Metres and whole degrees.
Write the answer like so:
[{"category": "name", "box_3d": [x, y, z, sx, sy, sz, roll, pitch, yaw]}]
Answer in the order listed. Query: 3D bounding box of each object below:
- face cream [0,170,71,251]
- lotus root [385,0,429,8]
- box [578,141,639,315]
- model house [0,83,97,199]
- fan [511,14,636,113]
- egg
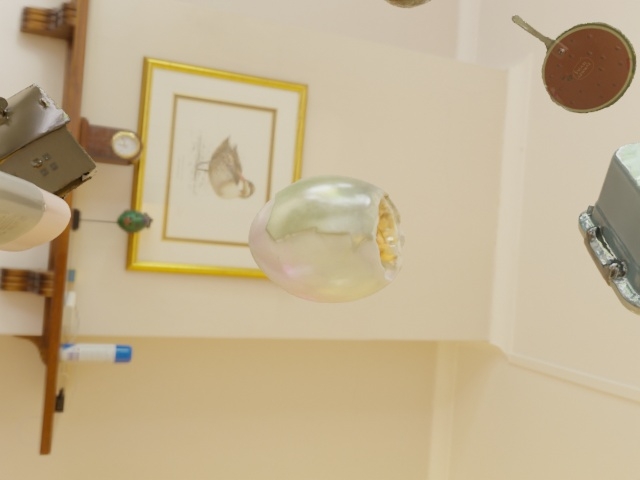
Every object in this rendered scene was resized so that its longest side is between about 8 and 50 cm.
[{"category": "face cream", "box_3d": [-0.355, -0.038, 0.565, 0.269, 0.107, 0.073, 48, 27, -78]}, {"category": "lotus root", "box_3d": [0.115, -0.437, 0.818, 0.275, 0.160, 0.152, 39, 42, -62]}, {"category": "box", "box_3d": [0.391, -0.017, 0.589, 0.162, 0.227, 0.130, -92, 174, -50]}, {"category": "model house", "box_3d": [-0.528, -0.157, 0.984, 0.243, 0.211, 0.204, 55, -22, -12]}, {"category": "fan", "box_3d": [0.240, -0.182, 0.583, 0.133, 0.005, 0.085, 41, -61, 14]}, {"category": "egg", "box_3d": [0.000, 0.000, 0.846, 0.217, 0.183, 0.183, -7, -104, 27]}]
